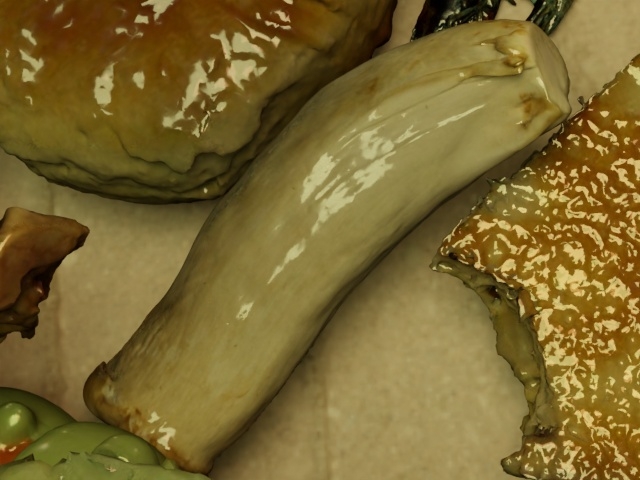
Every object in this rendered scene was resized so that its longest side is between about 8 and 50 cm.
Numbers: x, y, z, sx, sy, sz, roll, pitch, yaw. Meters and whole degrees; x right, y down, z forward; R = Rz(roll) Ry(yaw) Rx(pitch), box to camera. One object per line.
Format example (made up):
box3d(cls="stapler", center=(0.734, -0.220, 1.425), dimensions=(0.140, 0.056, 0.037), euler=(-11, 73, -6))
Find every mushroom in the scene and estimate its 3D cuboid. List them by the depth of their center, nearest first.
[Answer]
box3d(cls="mushroom", center=(0.000, 0.000, 1.154), dimensions=(0.351, 0.095, 0.123), euler=(-45, 50, 15))

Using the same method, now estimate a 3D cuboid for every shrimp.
box3d(cls="shrimp", center=(0.105, -0.144, 1.234), dimensions=(0.091, 0.034, 0.161), euler=(23, 82, 13))

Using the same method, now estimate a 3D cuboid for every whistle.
box3d(cls="whistle", center=(-0.177, 0.148, 1.149), dimensions=(0.288, 0.106, 0.131), euler=(11, 121, 38))

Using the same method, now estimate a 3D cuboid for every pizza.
box3d(cls="pizza", center=(0.188, 0.045, 1.150), dimensions=(0.223, 0.089, 0.323), euler=(-17, 73, -2))

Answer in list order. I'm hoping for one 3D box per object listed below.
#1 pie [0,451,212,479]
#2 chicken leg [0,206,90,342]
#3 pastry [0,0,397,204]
box3d(cls="pie", center=(-0.054, 0.266, 0.972), dimensions=(0.395, 0.418, 0.180), euler=(42, 49, -4))
box3d(cls="chicken leg", center=(-0.269, 0.000, 1.132), dimensions=(0.409, 0.182, 0.295), euler=(-15, 46, 46))
box3d(cls="pastry", center=(-0.100, -0.180, 1.222), dimensions=(0.330, 0.136, 0.329), euler=(-4, 74, 14))
